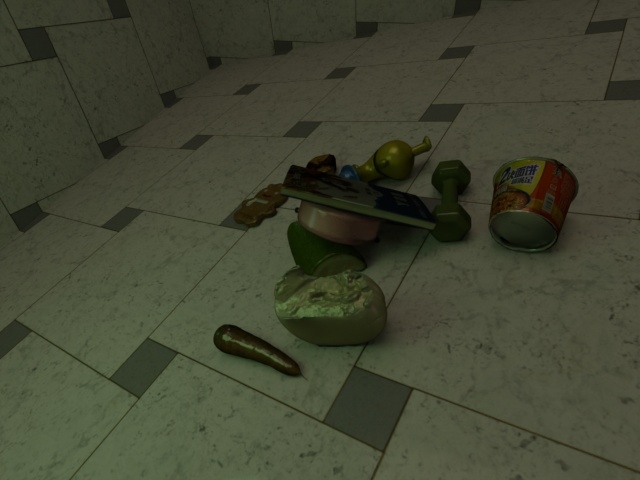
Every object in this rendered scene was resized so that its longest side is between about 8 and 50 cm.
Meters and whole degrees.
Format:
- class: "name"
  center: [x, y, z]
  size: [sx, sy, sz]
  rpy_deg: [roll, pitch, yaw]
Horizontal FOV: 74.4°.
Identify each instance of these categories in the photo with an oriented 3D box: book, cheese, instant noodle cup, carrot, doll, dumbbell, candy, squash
- class: "book"
  center: [0.105, -0.134, 1.246]
  size: [0.429, 0.039, 0.300]
  rpy_deg: [13, 20, -4]
- class: "cheese"
  center: [0.027, 0.161, 1.015]
  size: [0.266, 0.233, 0.127]
  rpy_deg: [-7, 51, 21]
- class: "instant noodle cup"
  center: [0.539, -0.083, 1.095]
  size: [0.213, 0.213, 0.174]
  rpy_deg: [9, 55, 32]
- class: "carrot"
  center: [-0.151, 0.287, 1.076]
  size: [0.298, 0.078, 0.078]
  rpy_deg: [15, 51, 29]
- class: "doll"
  center: [0.221, -0.264, 1.516]
  size: [0.363, 0.145, 0.199]
  rpy_deg: [-23, -2, 12]
- class: "dumbbell"
  center: [0.391, -0.125, 1.276]
  size: [0.108, 0.121, 0.301]
  rpy_deg: [-30, 29, 39]
- class: "candy"
  center: [0.063, -0.068, 1.242]
  size: [0.256, 0.094, 0.255]
  rpy_deg: [14, 20, -5]
- class: "squash"
  center: [0.000, 0.000, 1.308]
  size: [0.203, 0.111, 0.288]
  rpy_deg: [-20, 37, -1]

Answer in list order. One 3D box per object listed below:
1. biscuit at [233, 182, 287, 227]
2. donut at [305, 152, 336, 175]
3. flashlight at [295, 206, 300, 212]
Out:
- class: "biscuit"
  center: [-0.222, -0.144, 1.637]
  size: [0.184, 0.035, 0.249]
  rpy_deg: [21, 54, 40]
- class: "donut"
  center: [0.007, -0.285, 1.678]
  size: [0.141, 0.059, 0.140]
  rpy_deg: [-13, 40, 11]
- class: "flashlight"
  center: [-0.055, -0.107, 1.528]
  size: [0.083, 0.018, 0.018]
  rpy_deg: [9, 49, 33]
